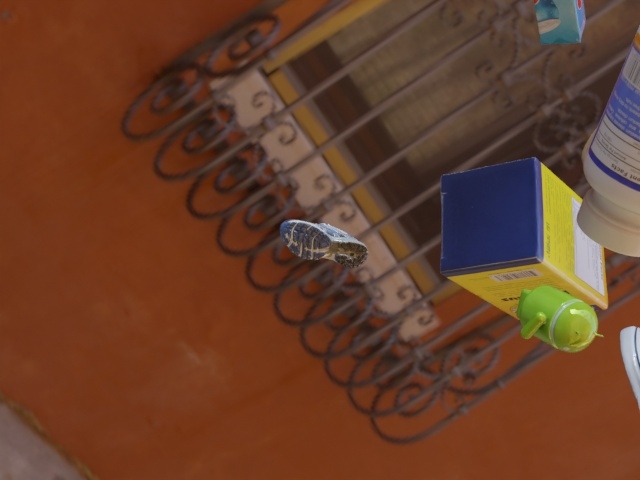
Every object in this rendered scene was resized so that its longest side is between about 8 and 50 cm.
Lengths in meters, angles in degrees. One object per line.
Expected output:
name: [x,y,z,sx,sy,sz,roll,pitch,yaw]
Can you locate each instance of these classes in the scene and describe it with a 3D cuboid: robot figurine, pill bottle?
robot figurine: [0.293,0.096,1.345,0.101,0.067,0.115,4,15,-34]
pill bottle: [0.412,-0.121,1.323,0.152,0.272,0.152,11,31,-7]

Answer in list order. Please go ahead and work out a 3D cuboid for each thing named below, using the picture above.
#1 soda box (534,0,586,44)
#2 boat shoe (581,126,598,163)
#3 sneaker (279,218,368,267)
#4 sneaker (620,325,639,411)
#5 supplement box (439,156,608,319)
soda box: [0.396,-0.435,1.832,0.067,0.071,0.210,-66,147,-41]
boat shoe: [0.573,-0.209,1.865,0.103,0.285,0.092,49,12,23]
sneaker: [0.000,0.000,1.565,0.135,0.052,0.058,21,18,-21]
sneaker: [0.529,0.230,1.669,0.094,0.091,0.258,55,20,-40]
supplement box: [0.389,0.008,2.065,0.356,0.195,0.194,29,58,-51]
